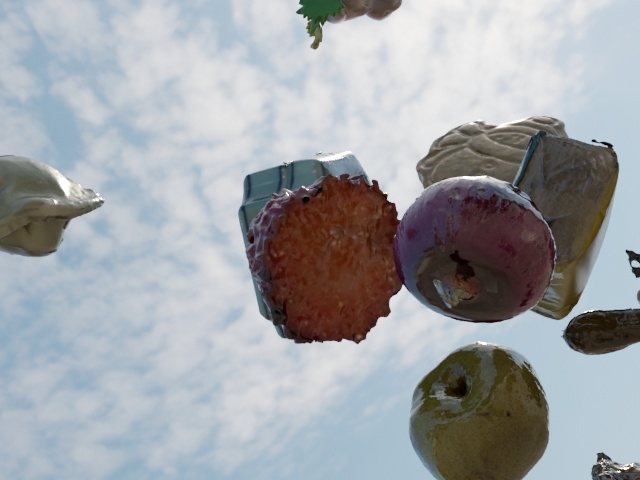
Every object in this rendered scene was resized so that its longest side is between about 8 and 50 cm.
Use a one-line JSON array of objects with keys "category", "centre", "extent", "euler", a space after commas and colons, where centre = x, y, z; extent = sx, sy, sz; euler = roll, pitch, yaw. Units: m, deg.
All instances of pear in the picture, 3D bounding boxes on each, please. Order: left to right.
[{"category": "pear", "centre": [0.253, 0.281, 1.362], "extent": [0.228, 0.188, 0.211], "euler": [-40, -61, -2]}]

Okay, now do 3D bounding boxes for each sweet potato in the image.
[{"category": "sweet potato", "centre": [0.496, 0.142, 1.378], "extent": [0.062, 0.232, 0.081], "euler": [52, -135, -43]}]

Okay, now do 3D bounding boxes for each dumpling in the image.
[{"category": "dumpling", "centre": [-0.353, -0.035, 1.019], "extent": [0.199, 0.136, 0.119], "euler": [-8, -67, -8]}]

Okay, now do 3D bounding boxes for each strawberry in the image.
[{"category": "strawberry", "centre": [-0.013, 0.025, 1.173], "extent": [0.233, 0.178, 0.234], "euler": [-3, -83, -29]}]

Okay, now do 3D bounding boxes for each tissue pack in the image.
[{"category": "tissue pack", "centre": [0.339, -0.013, 1.276], "extent": [0.192, 0.134, 0.271], "euler": [-65, -20, -13]}]

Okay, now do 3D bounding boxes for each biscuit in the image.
[{"category": "biscuit", "centre": [0.358, -0.159, 1.796], "extent": [0.351, 0.311, 0.057], "euler": [-52, -39, -39]}]

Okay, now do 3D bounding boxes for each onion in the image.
[{"category": "onion", "centre": [0.166, 0.015, 0.958], "extent": [0.177, 0.154, 0.177], "euler": [1, -25, 1]}]

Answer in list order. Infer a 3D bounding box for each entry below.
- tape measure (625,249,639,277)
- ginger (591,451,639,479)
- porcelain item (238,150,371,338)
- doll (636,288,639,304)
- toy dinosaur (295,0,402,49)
[{"category": "tape measure", "centre": [0.605, -0.049, 1.209], "extent": [0.351, 0.215, 0.098], "euler": [-40, -62, -29]}, {"category": "ginger", "centre": [0.441, 0.302, 0.957], "extent": [0.122, 0.290, 0.084], "euler": [15, -90, -73]}, {"category": "porcelain item", "centre": [0.000, 0.000, 1.443], "extent": [0.281, 0.157, 0.286], "euler": [-23, -78, -67]}, {"category": "doll", "centre": [0.727, 0.085, 1.500], "extent": [0.349, 0.247, 0.247], "euler": [-10, -45, -8]}, {"category": "toy dinosaur", "centre": [0.044, -0.487, 1.760], "extent": [0.194, 0.152, 0.177], "euler": [-20, -14, 28]}]
